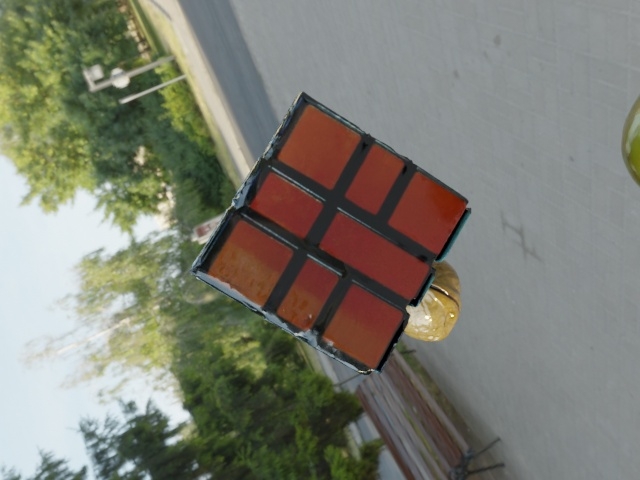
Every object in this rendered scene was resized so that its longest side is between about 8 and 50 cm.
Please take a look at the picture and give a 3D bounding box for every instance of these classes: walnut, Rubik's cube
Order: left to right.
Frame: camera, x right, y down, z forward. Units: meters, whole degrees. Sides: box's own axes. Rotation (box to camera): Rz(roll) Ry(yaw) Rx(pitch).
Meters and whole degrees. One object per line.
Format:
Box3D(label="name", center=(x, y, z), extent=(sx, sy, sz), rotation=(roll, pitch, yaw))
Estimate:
Box3D(label="Rubik's cube", center=(0.000, 0.000, 0.882), extent=(0.293, 0.284, 0.288), rotation=(34, 172, -6))
Box3D(label="walnut", center=(0.191, 0.102, 1.091), extent=(0.144, 0.144, 0.180), rotation=(58, 180, 35))

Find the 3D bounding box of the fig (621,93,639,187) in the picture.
Box3D(label="fig", center=(0.346, -0.105, 0.537), extent=(0.136, 0.120, 0.153), rotation=(16, 103, 51))
